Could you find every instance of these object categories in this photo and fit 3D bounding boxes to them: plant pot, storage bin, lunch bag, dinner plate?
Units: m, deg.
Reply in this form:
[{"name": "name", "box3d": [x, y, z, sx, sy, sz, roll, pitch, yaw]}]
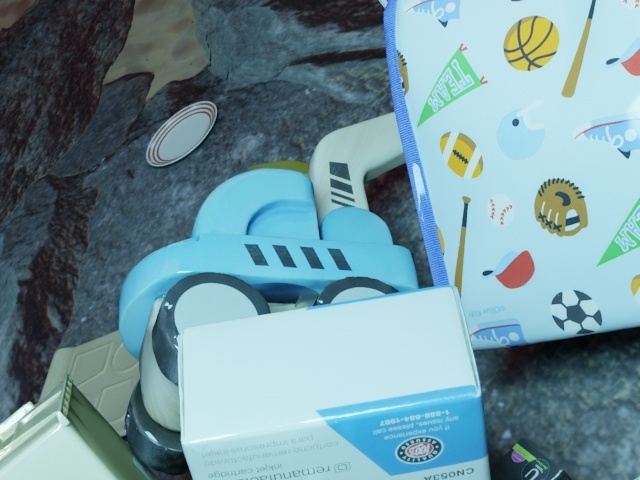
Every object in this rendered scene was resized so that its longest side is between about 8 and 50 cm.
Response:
[{"name": "plant pot", "box3d": [-0.042, -0.060, 1.625, 0.083, 0.081, 0.081, -15, 20, 5]}, {"name": "storage bin", "box3d": [-0.209, 0.275, 1.190, 0.123, 0.262, 0.260, -41, 8, -6]}, {"name": "lunch bag", "box3d": [0.252, -0.121, 1.136, 0.328, 0.385, 0.239, -15, 2, 34]}, {"name": "dinner plate", "box3d": [-0.219, -0.167, 1.984, 0.141, 0.017, 0.141, -25, 38, 22]}]

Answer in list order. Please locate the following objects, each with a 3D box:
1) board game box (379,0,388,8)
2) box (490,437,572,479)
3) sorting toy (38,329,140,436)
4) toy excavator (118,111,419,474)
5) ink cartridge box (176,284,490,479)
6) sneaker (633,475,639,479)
[{"name": "board game box", "box3d": [0.207, -0.346, 1.256, 0.305, 0.053, 0.193, -14, 42, 33]}, {"name": "box", "box3d": [0.193, 0.224, 1.076, 0.052, 0.083, 0.062, -46, 34, -7]}, {"name": "sorting toy", "box3d": [-0.277, 0.195, 1.623, 0.208, 0.038, 0.193, -18, 40, 24]}, {"name": "toy excavator", "box3d": [0.000, 0.000, 1.327, 0.222, 0.433, 0.445, 114, 154, -51]}, {"name": "ink cartridge box", "box3d": [0.024, 0.204, 1.016, 0.223, 0.307, 0.129, -10, 39, 1]}, {"name": "sneaker", "box3d": [0.274, 0.215, 1.043, 0.109, 0.043, 0.040, -47, 32, -12]}]
